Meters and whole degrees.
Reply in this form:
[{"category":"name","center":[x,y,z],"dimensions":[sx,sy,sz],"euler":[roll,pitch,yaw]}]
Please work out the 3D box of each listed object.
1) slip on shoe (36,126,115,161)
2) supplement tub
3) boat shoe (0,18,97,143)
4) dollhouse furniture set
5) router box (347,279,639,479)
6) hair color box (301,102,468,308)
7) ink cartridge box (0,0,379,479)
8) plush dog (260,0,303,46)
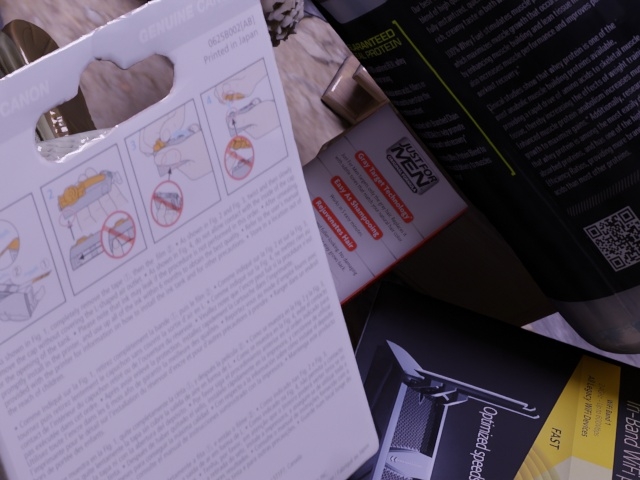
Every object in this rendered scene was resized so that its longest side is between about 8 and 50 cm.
[{"category":"slip on shoe","center":[-0.143,0.022,0.670],"dimensions":[0.123,0.101,0.331],"euler":[23,23,36]},{"category":"supplement tub","center":[0.126,-0.124,0.858],"dimensions":[0.338,0.207,0.207],"euler":[50,27,-13]},{"category":"boat shoe","center":[-0.135,-0.036,0.825],"dimensions":[0.153,0.048,0.056],"euler":[64,22,12]},{"category":"dollhouse furniture set","center":[0.118,-0.082,1.070],"dimensions":[0.161,0.212,0.242],"euler":[40,55,-16]},{"category":"router box","center":[0.105,0.160,0.775],"dimensions":[0.243,0.081,0.309],"euler":[19,31,3]},{"category":"hair color box","center":[0.000,0.000,0.861],"dimensions":[0.072,0.141,0.043],"euler":[53,-3,6]},{"category":"ink cartridge box","center":[-0.072,0.031,0.643],"dimensions":[0.189,0.066,0.232],"euler":[-36,116,-42]},{"category":"plush dog","center":[-0.086,-0.277,1.054],"dimensions":[0.262,0.210,0.225],"euler":[37,9,-21]}]
